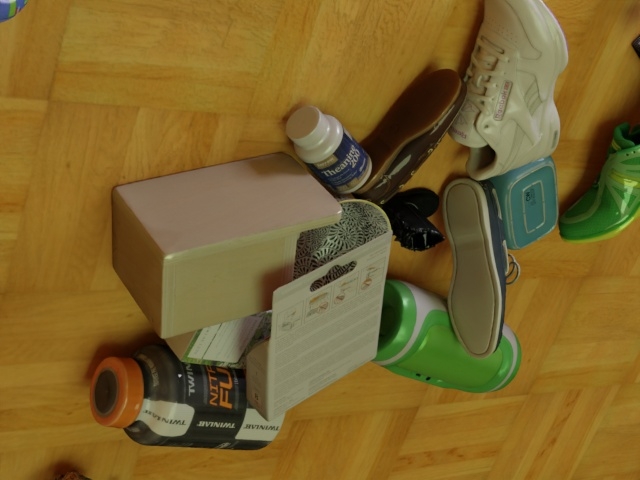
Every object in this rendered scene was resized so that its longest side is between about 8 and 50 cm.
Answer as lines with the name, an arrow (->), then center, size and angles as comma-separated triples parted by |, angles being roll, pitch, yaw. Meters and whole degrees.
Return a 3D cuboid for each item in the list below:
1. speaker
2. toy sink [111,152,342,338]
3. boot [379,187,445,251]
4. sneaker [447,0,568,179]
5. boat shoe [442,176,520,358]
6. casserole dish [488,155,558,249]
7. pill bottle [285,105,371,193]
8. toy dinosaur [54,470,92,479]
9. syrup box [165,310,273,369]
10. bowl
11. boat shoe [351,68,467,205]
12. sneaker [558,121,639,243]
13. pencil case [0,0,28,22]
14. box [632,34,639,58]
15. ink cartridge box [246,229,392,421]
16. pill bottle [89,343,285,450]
speaker -> 0.172, 0.146, 1.708 | 0.296, 0.131, 0.131 | 22, 108, -44
toy sink -> -0.112, 0.004, 1.375 | 0.234, 0.153, 0.131 | -15, 130, -28
boot -> 0.134, -0.028, 1.562 | 0.121, 0.099, 0.045 | -1, 124, -35
sneaker -> 0.236, -0.200, 1.491 | 0.152, 0.114, 0.305 | -28, 135, -17
boat shoe -> 0.226, 0.037, 1.628 | 0.079, 0.095, 0.255 | -6, 85, -49
casserole dish -> 0.306, -0.058, 1.710 | 0.114, 0.037, 0.188 | -29, 134, -15
pill bottle -> 0.009, -0.114, 1.430 | 0.067, 0.067, 0.120 | -45, 137, 2
toy dinosaur -> -0.332, 0.461, 1.586 | 0.218, 0.164, 0.322 | -36, 117, -30
syrup box -> -0.090, 0.106, 1.508 | 0.237, 0.096, 0.093 | 12, 116, -43
bowl -> 0.000, 0.000, 1.503 | 0.170, 0.080, 0.170 | -19, 132, -23
boat shoe -> 0.115, -0.131, 1.494 | 0.207, 0.073, 0.073 | -45, 139, 13
sneaker -> 0.463, -0.112, 1.732 | 0.123, 0.109, 0.295 | 40, 113, -16
pencil case -> -0.292, -0.337, 1.001 | 0.133, 0.119, 0.306 | 7, 121, -20
box -> 0.608, -0.315, 1.707 | 0.270, 0.060, 0.216 | -46, 135, 3
ink cartridge box -> -0.004, 0.096, 1.431 | 0.189, 0.066, 0.232 | -27, 136, -30
pill bottle -> -0.174, 0.205, 1.501 | 0.245, 0.130, 0.130 | 11, 115, -41
